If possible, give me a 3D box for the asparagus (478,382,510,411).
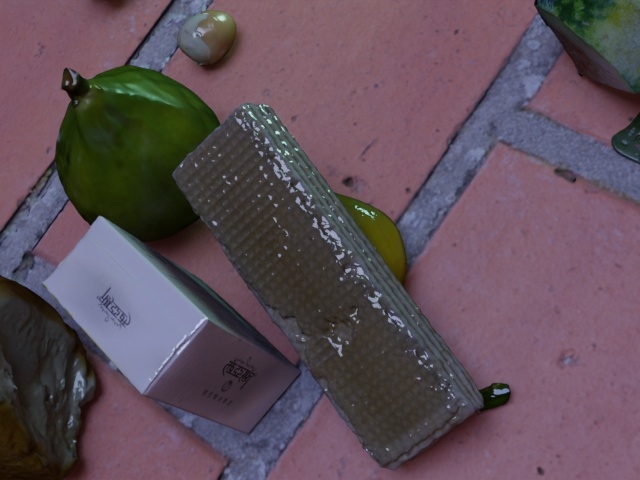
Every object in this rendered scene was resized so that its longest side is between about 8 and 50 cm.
[{"bbox_3d":[0.161,0.183,1.134,0.108,0.021,0.025,-21,59,13],"label":"asparagus"}]

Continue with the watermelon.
[{"bbox_3d":[0.408,-0.317,1.155,0.305,0.180,0.224,-40,77,-1],"label":"watermelon"}]

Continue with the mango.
[{"bbox_3d":[-0.001,0.007,1.230,0.237,0.091,0.137,20,81,29],"label":"mango"}]

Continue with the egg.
[{"bbox_3d":[-0.156,-0.286,1.416,0.083,0.071,0.071,-47,61,-5],"label":"egg"}]

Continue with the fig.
[{"bbox_3d":[-0.251,-0.103,1.262,0.233,0.314,0.233,3,99,22],"label":"fig"}]

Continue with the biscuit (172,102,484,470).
[{"bbox_3d":[0.002,0.051,1.130,0.144,0.078,0.426,-42,78,24],"label":"biscuit"}]

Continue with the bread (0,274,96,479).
[{"bbox_3d":[-0.435,0.164,1.242,0.250,0.279,0.225,-8,53,17],"label":"bread"}]

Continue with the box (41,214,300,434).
[{"bbox_3d":[-0.162,0.102,1.157,0.194,0.260,0.111,40,87,30],"label":"box"}]

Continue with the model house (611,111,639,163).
[{"bbox_3d":[0.414,-0.120,1.117,0.117,0.088,0.167,-46,61,-1],"label":"model house"}]
